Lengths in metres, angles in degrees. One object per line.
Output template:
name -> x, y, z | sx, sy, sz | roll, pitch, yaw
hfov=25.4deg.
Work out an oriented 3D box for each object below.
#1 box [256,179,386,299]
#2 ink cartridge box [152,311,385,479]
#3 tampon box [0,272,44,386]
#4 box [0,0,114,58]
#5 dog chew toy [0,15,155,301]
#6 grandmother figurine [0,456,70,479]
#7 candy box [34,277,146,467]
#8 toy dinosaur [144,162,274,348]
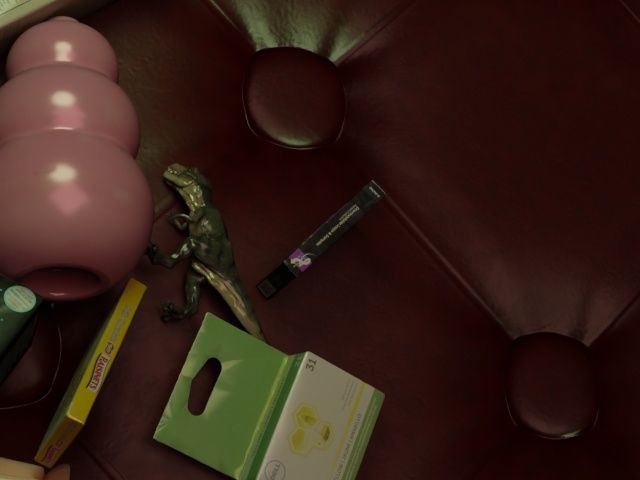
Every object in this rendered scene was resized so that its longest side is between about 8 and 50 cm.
box -> 0.000, 0.000, 1.727 | 0.162, 0.116, 0.029 | -41, 90, -26
ink cartridge box -> -0.055, 0.206, 1.661 | 0.235, 0.056, 0.171 | 31, 66, -22
tampon box -> -0.390, 0.111, 1.507 | 0.120, 0.101, 0.161 | 29, 50, 2
box -> -0.324, -0.340, 1.706 | 0.311, 0.121, 0.148 | -31, 87, -25
dog chew toy -> -0.294, -0.104, 1.612 | 0.207, 0.206, 0.331 | 4, 65, -19
grandmother figurine -> -0.443, 0.256, 1.499 | 0.342, 0.104, 0.207 | 12, 61, -19
candy box -> -0.251, 0.143, 1.560 | 0.027, 0.105, 0.206 | 31, 44, -12
toy dinosaur -> -0.145, 0.033, 1.697 | 0.118, 0.064, 0.268 | -21, 86, -31
